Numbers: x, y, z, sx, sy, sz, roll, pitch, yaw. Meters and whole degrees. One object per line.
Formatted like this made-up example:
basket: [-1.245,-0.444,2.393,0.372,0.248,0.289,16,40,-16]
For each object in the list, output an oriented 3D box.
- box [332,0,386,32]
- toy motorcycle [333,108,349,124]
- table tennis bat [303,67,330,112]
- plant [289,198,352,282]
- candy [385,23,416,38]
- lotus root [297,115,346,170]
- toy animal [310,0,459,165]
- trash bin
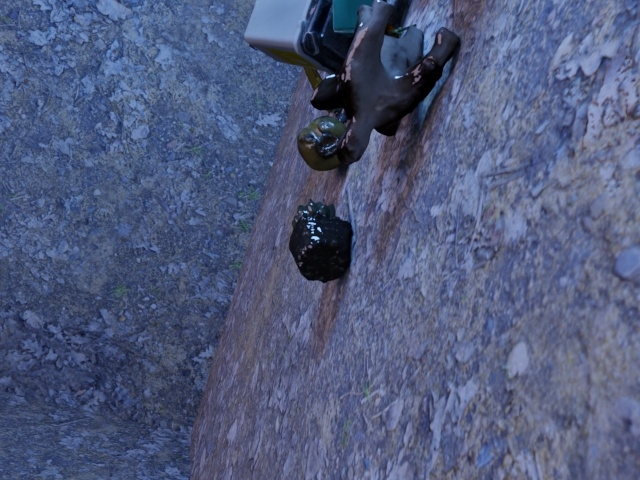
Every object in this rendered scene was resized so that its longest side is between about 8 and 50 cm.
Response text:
box: [0.104,-0.685,1.588,0.205,0.118,0.312,-48,-42,-72]
toy motorcycle: [0.073,-0.400,1.839,0.100,0.058,0.173,-58,16,32]
table tennis bat: [0.001,-0.524,2.105,0.054,0.224,0.369,-27,26,0]
plant: [0.000,0.000,1.435,0.195,0.132,0.129,-97,30,-52]
candy: [0.190,-0.505,1.507,0.184,0.049,0.056,-153,49,-70]
lotus root: [0.006,-0.276,1.762,0.278,0.154,0.154,-128,56,-72]
toy animal: [0.100,-0.312,1.262,0.344,0.194,0.303,-93,28,-73]
trash bin: [-0.032,-0.659,1.869,0.367,0.255,0.296,21,92,45]
